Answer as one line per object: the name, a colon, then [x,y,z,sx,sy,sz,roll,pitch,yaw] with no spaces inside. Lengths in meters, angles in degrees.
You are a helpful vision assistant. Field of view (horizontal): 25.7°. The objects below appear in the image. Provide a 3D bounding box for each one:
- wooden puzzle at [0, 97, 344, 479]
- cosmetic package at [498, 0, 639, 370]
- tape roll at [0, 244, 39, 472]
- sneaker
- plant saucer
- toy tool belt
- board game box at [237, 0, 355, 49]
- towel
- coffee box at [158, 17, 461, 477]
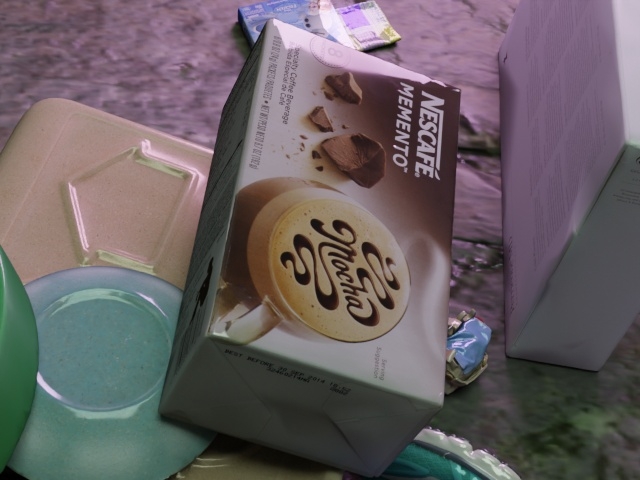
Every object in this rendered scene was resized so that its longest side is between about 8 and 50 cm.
wooden puzzle: [-0.127,0.059,1.103,0.348,0.080,0.322,16,51,3]
cosmetic package: [0.238,-0.123,1.202,0.097,0.284,0.377,11,52,-9]
tape roll: [-0.356,0.087,0.948,0.321,0.077,0.321,-5,54,7]
sneaker: [0.125,0.239,1.018,0.275,0.107,0.110,42,63,17]
plant saucer: [-0.157,0.086,1.001,0.195,0.037,0.195,5,51,-6]
toy tool belt: [0.119,0.084,1.161,0.052,0.051,0.083,33,52,10]
board game box: [-0.023,-0.197,1.347,0.090,0.020,0.090,-16,60,-14]
towel: [0.033,-0.210,1.387,0.083,0.009,0.060,-14,58,-24]
coffee box: [0.000,0.000,1.025,0.168,0.119,0.297,19,50,-13]
